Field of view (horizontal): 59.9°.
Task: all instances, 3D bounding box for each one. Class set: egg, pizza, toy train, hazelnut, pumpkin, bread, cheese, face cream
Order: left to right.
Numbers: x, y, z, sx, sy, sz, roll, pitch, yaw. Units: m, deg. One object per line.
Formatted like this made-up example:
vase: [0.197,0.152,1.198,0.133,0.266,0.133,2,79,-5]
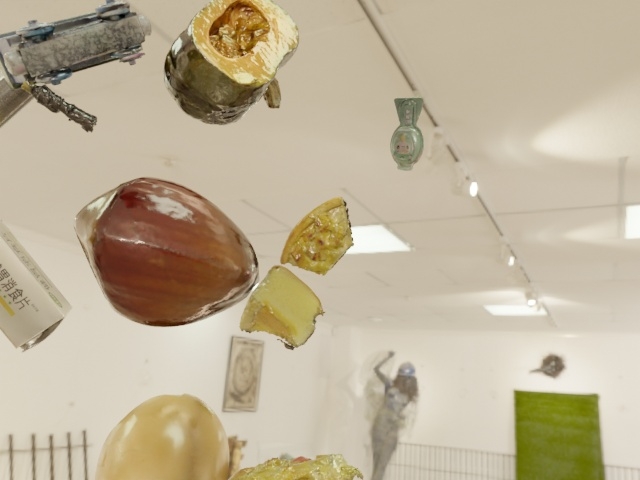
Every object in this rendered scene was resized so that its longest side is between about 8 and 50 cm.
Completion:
face cream: [-0.749,-0.260,1.219,0.284,0.073,0.073,-41,-22,1]
toy train: [-0.507,-0.405,1.139,0.300,0.131,0.202,-31,32,-33]
egg: [-0.243,0.362,0.858,0.201,0.244,0.200,-3,-59,-5]
hazelnut: [-0.178,0.014,0.668,0.181,0.181,0.212,-24,4,-21]
pumpkin: [-0.151,-0.353,1.088,0.222,0.317,0.139,37,-44,-12]
bread: [-0.086,0.169,1.257,0.160,0.140,0.169,34,-36,3]
pizza: [-0.014,0.471,1.132,0.280,0.075,0.288,13,-29,-41]
pizza: [0.000,0.000,0.955,0.160,0.099,0.036,-46,1,20]
cheese: [0.145,-0.177,0.926,0.067,0.120,0.026,10,13,41]

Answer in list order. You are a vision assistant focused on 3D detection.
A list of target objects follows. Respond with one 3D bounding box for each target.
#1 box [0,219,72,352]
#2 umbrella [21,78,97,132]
box: [-0.816,0.115,1.461,0.145,0.332,0.173,-36,11,-12]
umbrella: [-0.496,-0.257,1.059,0.144,0.037,0.040,32,-40,-16]
